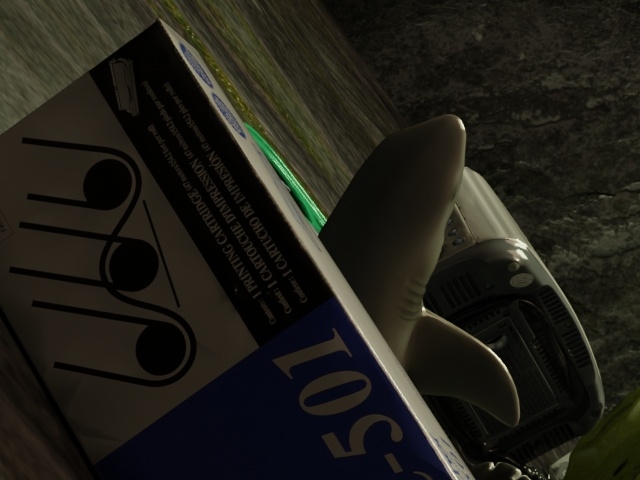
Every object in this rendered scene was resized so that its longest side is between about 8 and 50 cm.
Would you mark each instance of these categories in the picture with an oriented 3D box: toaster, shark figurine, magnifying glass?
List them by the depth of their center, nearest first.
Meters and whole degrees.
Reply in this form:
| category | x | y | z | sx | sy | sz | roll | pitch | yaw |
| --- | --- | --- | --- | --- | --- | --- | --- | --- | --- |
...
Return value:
| category | x | y | z | sx | sy | sz | roll | pitch | yaw |
| --- | --- | --- | --- | --- | --- | --- | --- | --- | --- |
| shark figurine | 0.023 | 0.102 | 0.845 | 0.116 | 0.166 | 0.278 | -19 | 91 | -57 |
| toaster | 0.106 | 0.057 | 1.316 | 0.227 | 0.129 | 0.146 | 56 | 8 | -35 |
| magnifying glass | 0.000 | 0.000 | 1.366 | 0.231 | 0.026 | 0.092 | 47 | 11 | -39 |

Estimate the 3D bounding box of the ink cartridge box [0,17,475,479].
| category | x | y | z | sx | sy | sz | roll | pitch | yaw |
| --- | --- | --- | --- | --- | --- | --- | --- | --- | --- |
| ink cartridge box | -0.033 | 0.040 | 0.618 | 0.207 | 0.097 | 0.046 | 56 | 7 | 18 |

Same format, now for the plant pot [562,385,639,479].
| category | x | y | z | sx | sy | sz | roll | pitch | yaw |
| --- | --- | --- | --- | --- | --- | --- | --- | --- | --- |
| plant pot | 0.295 | 0.238 | 1.371 | 0.254 | 0.276 | 0.276 | 42 | 8 | -6 |

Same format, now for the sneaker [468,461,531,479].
| category | x | y | z | sx | sy | sz | roll | pitch | yaw |
| --- | --- | --- | --- | --- | --- | --- | --- | --- | --- |
| sneaker | 0.146 | 0.217 | 1.117 | 0.191 | 0.071 | 0.083 | 60 | 3 | 36 |

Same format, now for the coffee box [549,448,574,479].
| category | x | y | z | sx | sy | sz | roll | pitch | yaw |
| --- | --- | --- | --- | --- | --- | --- | --- | --- | --- |
| coffee box | 0.481 | 0.293 | 1.886 | 0.334 | 0.337 | 0.338 | 58 | 7 | 23 |

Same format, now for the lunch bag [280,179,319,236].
| category | x | y | z | sx | sy | sz | roll | pitch | yaw |
| --- | --- | --- | --- | --- | --- | --- | --- | --- | --- |
| lunch bag | -0.036 | -0.010 | 1.039 | 0.083 | 0.053 | 0.071 | 47 | 3 | 16 |
